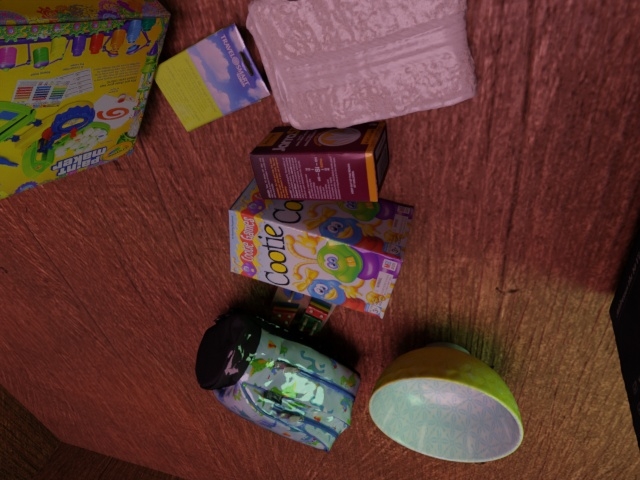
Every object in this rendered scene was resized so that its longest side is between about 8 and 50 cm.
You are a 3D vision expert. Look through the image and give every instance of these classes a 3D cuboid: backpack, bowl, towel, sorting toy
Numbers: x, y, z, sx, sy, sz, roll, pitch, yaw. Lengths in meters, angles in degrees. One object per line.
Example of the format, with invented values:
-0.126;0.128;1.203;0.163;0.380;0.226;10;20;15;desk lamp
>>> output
-0.083;0.319;0.935;0.355;0.274;0.290;17;153;-27;backpack
0.253;0.307;0.849;0.288;0.156;0.290;11;131;12;bowl
0.049;-0.251;0.540;0.281;0.049;0.187;-4;127;24;towel
-0.046;0.156;0.917;0.132;0.046;0.275;26;133;0;sorting toy

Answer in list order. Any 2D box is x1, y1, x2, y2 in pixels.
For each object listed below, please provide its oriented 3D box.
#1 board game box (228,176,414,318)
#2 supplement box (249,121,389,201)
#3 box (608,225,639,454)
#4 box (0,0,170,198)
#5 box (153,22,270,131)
0.000;0.000;0.703;0.274;0.142;0.145;16;132;8;board game box
0.002;-0.120;0.628;0.187;0.104;0.081;3;128;19;supplement box
0.473;0.086;0.311;0.296;0.472;0.481;4;131;21;box
-0.401;-0.227;0.551;0.177;0.290;0.279;44;131;4;box
-0.164;-0.247;0.630;0.178;0.042;0.109;-11;123;29;box
